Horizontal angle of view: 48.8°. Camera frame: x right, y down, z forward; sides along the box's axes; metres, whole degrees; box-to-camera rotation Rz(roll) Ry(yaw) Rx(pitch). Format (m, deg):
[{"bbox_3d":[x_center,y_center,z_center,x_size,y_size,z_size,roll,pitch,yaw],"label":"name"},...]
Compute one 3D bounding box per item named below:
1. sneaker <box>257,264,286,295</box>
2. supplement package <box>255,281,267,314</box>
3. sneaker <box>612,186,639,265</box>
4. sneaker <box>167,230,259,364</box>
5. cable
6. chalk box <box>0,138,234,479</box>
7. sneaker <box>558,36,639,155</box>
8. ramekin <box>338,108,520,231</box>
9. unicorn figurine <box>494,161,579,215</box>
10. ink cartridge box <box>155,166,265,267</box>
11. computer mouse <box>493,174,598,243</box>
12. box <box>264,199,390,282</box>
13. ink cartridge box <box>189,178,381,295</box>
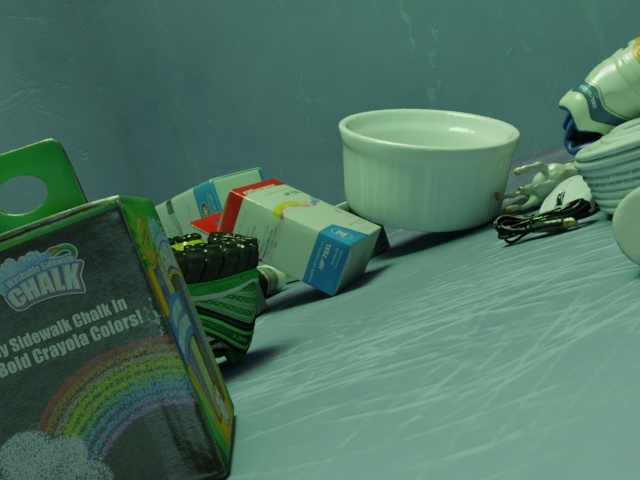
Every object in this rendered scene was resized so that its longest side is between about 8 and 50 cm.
[{"bbox_3d":[-0.144,0.078,1.175,0.170,0.063,0.074,-13,0,25],"label":"sneaker"},{"bbox_3d":[-0.156,0.076,0.940,0.105,0.105,0.179,-18,3,15],"label":"supplement package"},{"bbox_3d":[0.303,-0.039,0.452,0.212,0.080,0.094,-19,-8,39],"label":"sneaker"},{"bbox_3d":[-0.188,0.089,0.603,0.343,0.147,0.134,-12,11,-38],"label":"sneaker"},{"bbox_3d":[0.392,-0.100,0.713,0.257,0.089,0.257,-20,3,17],"label":"cable"},{"bbox_3d":[-0.151,0.049,0.433,0.132,0.213,0.132,-20,3,-5],"label":"chalk box"},{"bbox_3d":[0.379,-0.154,0.927,0.130,0.112,0.296,-31,-27,15],"label":"sneaker"},{"bbox_3d":[0.164,-0.115,1.110,0.277,0.135,0.277,2,21,-1],"label":"ramekin"},{"bbox_3d":[0.317,-0.078,0.990,0.111,0.060,0.162,-10,-5,-15],"label":"unicorn figurine"},{"bbox_3d":[-0.217,0.001,1.461,0.129,0.223,0.307,-22,4,-39],"label":"ink cartridge box"},{"bbox_3d":[0.291,-0.047,0.839,0.106,0.042,0.193,-18,4,42],"label":"computer mouse"},{"bbox_3d":[0.000,0.000,1.238,0.203,0.103,0.114,-17,5,41],"label":"box"},{"bbox_3d":[-0.048,-0.019,0.979,0.230,0.078,0.134,25,19,16],"label":"ink cartridge box"}]
